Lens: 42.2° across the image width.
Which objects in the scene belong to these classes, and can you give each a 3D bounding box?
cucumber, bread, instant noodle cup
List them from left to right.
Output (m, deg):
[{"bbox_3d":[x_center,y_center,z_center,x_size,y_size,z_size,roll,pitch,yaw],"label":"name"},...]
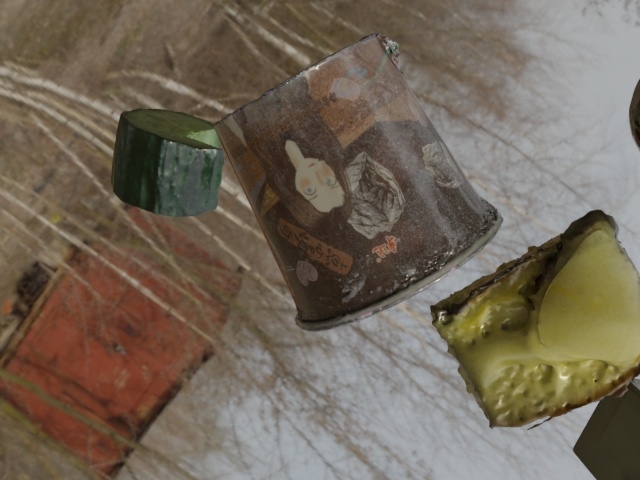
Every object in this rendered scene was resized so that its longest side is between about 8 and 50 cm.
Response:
[{"bbox_3d":[-0.245,-0.133,1.338,0.191,0.191,0.130,-71,180,-65],"label":"cucumber"},{"bbox_3d":[0.025,-0.058,0.756,0.217,0.207,0.217,-29,-171,5],"label":"instant noodle cup"},{"bbox_3d":[0.286,0.104,1.010,0.262,0.204,0.163,-30,170,24],"label":"bread"}]

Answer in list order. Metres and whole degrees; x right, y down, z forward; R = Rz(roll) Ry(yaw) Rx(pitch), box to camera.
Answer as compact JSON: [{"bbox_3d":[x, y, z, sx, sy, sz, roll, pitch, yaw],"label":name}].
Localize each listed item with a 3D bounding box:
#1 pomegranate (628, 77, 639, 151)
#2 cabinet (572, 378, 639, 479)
[{"bbox_3d":[0.349,-0.099,0.734,0.148,0.149,0.169,147,-45,-66],"label":"pomegranate"},{"bbox_3d":[0.477,0.296,1.104,0.150,0.145,0.206,-68,-155,19],"label":"cabinet"}]
